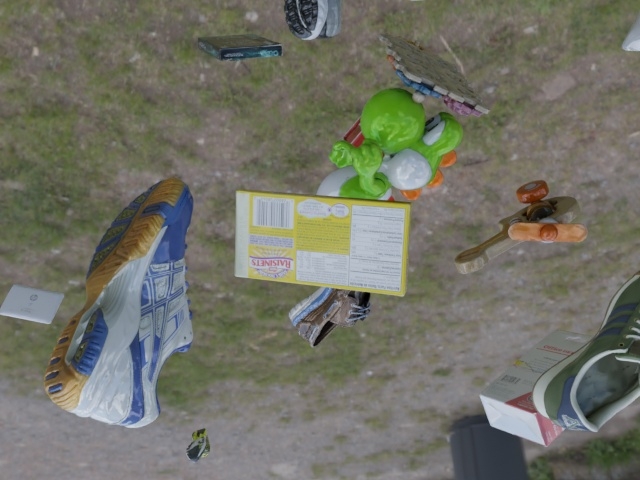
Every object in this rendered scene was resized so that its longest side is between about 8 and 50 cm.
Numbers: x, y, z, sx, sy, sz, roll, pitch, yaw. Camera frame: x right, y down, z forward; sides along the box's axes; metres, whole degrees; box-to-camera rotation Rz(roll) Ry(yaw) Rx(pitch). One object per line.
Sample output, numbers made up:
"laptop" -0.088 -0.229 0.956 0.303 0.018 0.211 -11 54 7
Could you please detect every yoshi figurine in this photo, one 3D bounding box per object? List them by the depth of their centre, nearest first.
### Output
"yoshi figurine" 0.065 -0.130 1.235 0.362 0.203 0.203 -37 151 11

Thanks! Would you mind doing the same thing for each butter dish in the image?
"butter dish" 0.127 -0.215 1.557 0.118 0.160 0.160 37 104 -16

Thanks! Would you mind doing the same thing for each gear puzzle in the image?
"gear puzzle" 0.179 -0.307 1.275 0.176 0.339 0.044 20 117 -17

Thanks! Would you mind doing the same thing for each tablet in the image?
"tablet" -0.434 0.095 1.070 0.083 0.054 0.006 10 145 6

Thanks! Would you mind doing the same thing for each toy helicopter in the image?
"toy helicopter" 0.501 -0.011 1.791 0.355 0.235 0.140 -30 108 -10

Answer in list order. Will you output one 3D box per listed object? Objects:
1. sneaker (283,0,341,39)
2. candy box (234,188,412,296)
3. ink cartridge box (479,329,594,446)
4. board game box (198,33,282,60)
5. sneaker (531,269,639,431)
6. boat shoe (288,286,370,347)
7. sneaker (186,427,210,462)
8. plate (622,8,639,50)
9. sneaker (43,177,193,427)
"sneaker" -0.009 -0.503 1.311 0.100 0.271 0.108 4 -173 41
"candy box" 0.000 0.000 0.816 0.206 0.027 0.105 6 104 17
"ink cartridge box" 0.361 0.223 1.111 0.115 0.198 0.067 7 125 58
"board game box" -0.165 -0.391 1.436 0.126 0.186 0.026 -10 115 -19
"sneaker" 0.277 0.098 0.630 0.192 0.086 0.064 -45 94 -1
"boat shoe" 0.035 0.081 0.948 0.066 0.066 0.183 -10 154 -47
"sneaker" -0.190 0.332 1.134 0.031 0.083 0.035 -22 104 7
"plate" 0.683 -0.407 1.194 0.278 0.277 0.045 12 141 31
"sneaker" -0.203 0.070 0.829 0.112 0.296 0.131 -10 143 46
